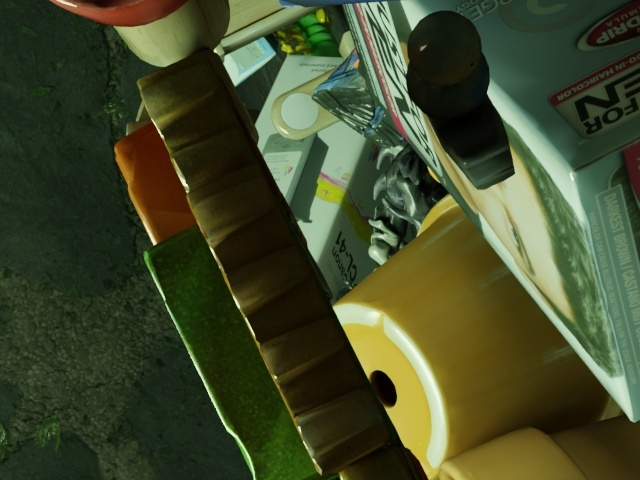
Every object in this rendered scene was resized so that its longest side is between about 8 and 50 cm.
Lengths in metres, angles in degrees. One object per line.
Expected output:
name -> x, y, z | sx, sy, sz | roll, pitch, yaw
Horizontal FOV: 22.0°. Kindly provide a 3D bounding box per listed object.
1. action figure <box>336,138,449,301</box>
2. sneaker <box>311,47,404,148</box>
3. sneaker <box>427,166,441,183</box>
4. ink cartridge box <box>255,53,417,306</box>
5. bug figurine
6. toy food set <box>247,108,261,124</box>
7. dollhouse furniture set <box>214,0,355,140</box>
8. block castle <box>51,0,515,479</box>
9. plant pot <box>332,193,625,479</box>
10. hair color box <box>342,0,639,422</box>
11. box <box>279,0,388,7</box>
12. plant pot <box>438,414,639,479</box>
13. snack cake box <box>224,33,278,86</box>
action figure -> 0.102, -0.010, 1.428 | 0.164, 0.141, 0.275 | -76, 5, -60
sneaker -> 0.063, -0.138, 1.315 | 0.083, 0.087, 0.221 | 37, 160, -10
sneaker -> 0.146, -0.031, 1.244 | 0.083, 0.084, 0.215 | 56, -179, 37
ink cartridge box -> 0.000, 0.000, 1.627 | 0.226, 0.131, 0.306 | 69, -147, -48
bug figurine -> -0.006, -0.214, 1.798 | 0.279, 0.072, 0.216 | 62, -176, -51
toy food set -> -0.051, -0.099, 1.802 | 0.132, 0.038, 0.192 | 46, -158, 30
dollhouse furniture set -> -0.029, -0.246, 1.332 | 0.303, 0.174, 0.355 | 62, 175, 3
block castle -> 0.093, -0.011, 0.640 | 0.453, 0.303, 0.213 | 62, -179, 10
plant pot -> 0.103, 0.071, 1.106 | 0.205, 0.188, 0.205 | 26, 127, 40
hair color box -> 0.122, -0.090, 0.962 | 0.374, 0.114, 0.185 | 56, 171, 50
box -> 0.032, -0.201, 0.919 | 0.225, 0.036, 0.136 | 9, 87, 60
plant pot -> 0.226, 0.217, 0.974 | 0.291, 0.203, 0.291 | 63, 174, 11
snack cake box -> -0.122, -0.240, 1.769 | 0.152, 0.089, 0.264 | 52, -175, -8
